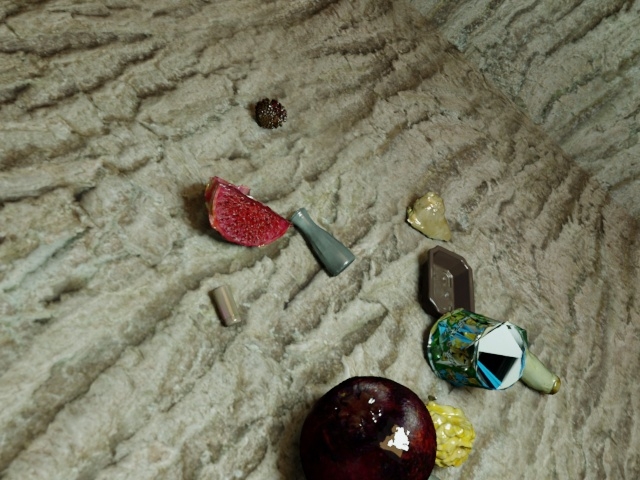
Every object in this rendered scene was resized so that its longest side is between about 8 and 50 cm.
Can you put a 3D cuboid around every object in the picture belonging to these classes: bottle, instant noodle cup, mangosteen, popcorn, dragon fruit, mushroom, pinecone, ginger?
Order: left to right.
[{"bbox_3d":[-0.227,0.158,1.178,0.045,0.045,0.096,-12,70,-37],"label":"bottle"},{"bbox_3d":[-0.217,-0.072,1.295,0.274,0.126,0.161,28,12,-41],"label":"dragon fruit"},{"bbox_3d":[-0.157,-0.399,1.555,0.109,0.102,0.102,22,42,-64],"label":"pinecone"},{"bbox_3d":[0.106,0.445,1.064,0.298,0.293,0.296,-9,55,12],"label":"mangosteen"},{"bbox_3d":[0.404,-0.085,1.696,0.193,0.122,0.115,30,29,-20],"label":"ginger"},{"bbox_3d":[0.303,0.483,1.237,0.180,0.180,0.170,13,76,-26],"label":"popcorn"},{"bbox_3d":[0.446,0.312,1.367,0.241,0.178,0.240,1,87,-22],"label":"instant noodle cup"},{"bbox_3d":[0.621,0.367,1.552,0.333,0.107,0.087,42,89,-4],"label":"mushroom"}]

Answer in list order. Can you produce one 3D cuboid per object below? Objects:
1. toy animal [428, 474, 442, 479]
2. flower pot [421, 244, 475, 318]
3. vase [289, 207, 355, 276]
[{"bbox_3d":[0.238,0.587,1.170,0.125,0.127,0.251,-31,66,-28],"label":"toy animal"},{"bbox_3d":[0.392,0.151,1.553,0.179,0.084,0.250,24,50,-17],"label":"flower pot"},{"bbox_3d":[0.000,0.000,1.405,0.214,0.086,0.086,48,48,9],"label":"vase"}]
